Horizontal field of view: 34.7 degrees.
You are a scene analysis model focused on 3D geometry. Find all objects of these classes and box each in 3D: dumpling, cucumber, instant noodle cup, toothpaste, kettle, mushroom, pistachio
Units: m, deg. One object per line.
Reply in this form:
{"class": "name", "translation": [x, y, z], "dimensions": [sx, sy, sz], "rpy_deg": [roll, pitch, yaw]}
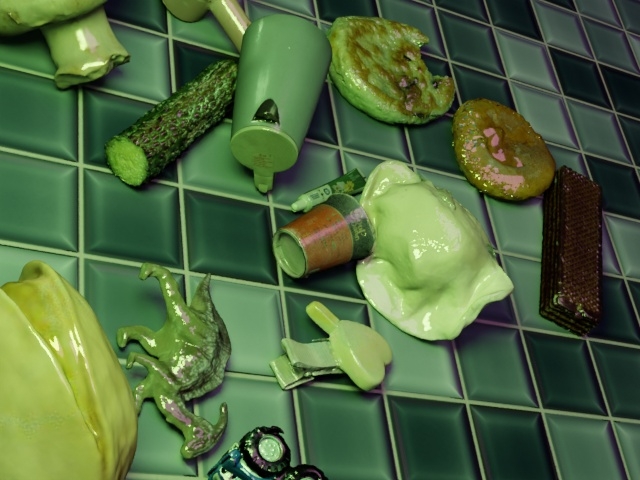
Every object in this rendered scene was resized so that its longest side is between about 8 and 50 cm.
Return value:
{"class": "dumpling", "translation": [0.170, 0.028, 1.778], "dimensions": [0.243, 0.187, 0.318], "rpy_deg": [-43, 76, -6]}
{"class": "cucumber", "translation": [-0.221, -0.210, 1.709], "dimensions": [0.096, 0.096, 0.359], "rpy_deg": [42, 42, -1]}
{"class": "instant noodle cup", "translation": [-0.001, 0.000, 1.687], "dimensions": [0.135, 0.127, 0.127], "rpy_deg": [-25, 74, -35]}
{"class": "toothpaste", "translation": [0.019, -0.086, 1.818], "dimensions": [0.204, 0.031, 0.049], "rpy_deg": [-26, 77, -45]}
{"class": "kettle", "translation": [-0.080, -0.223, 1.737], "dimensions": [0.159, 0.211, 0.243], "rpy_deg": [12, 57, -2]}
{"class": "mushroom", "translation": [-0.416, -0.390, 1.622], "dimensions": [0.297, 0.297, 0.290], "rpy_deg": [-44, 124, -45]}
{"class": "pistachio", "translation": [-0.339, 0.188, 1.222], "dimensions": [0.229, 0.238, 0.321], "rpy_deg": [-15, 83, -45]}

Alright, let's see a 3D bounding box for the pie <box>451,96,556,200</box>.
{"class": "pie", "translation": [0.377, -0.189, 2.116], "dimensions": [0.273, 0.069, 0.273], "rpy_deg": [17, 46, -19]}

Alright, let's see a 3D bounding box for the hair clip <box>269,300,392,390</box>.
{"class": "hair clip", "translation": [0.022, 0.171, 1.609], "dimensions": [0.218, 0.071, 0.159], "rpy_deg": [0, 56, -40]}

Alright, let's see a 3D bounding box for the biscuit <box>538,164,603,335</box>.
{"class": "biscuit", "translation": [0.502, 0.015, 2.046], "dimensions": [0.107, 0.073, 0.388], "rpy_deg": [26, 46, -14]}

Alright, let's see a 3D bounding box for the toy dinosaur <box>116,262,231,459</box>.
{"class": "toy dinosaur", "translation": [-0.204, 0.162, 1.453], "dimensions": [0.162, 0.077, 0.294], "rpy_deg": [18, 64, -28]}

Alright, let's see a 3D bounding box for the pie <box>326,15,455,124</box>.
{"class": "pie", "translation": [0.137, -0.350, 2.072], "dimensions": [0.302, 0.067, 0.303], "rpy_deg": [19, 50, -24]}

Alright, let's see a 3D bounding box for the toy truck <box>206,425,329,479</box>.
{"class": "toy truck", "translation": [-0.056, 0.361, 1.374], "dimensions": [0.208, 0.113, 0.126], "rpy_deg": [42, 45, 1]}

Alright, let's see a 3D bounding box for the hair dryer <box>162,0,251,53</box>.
{"class": "hair dryer", "translation": [-0.130, -0.385, 1.857], "dimensions": [0.344, 0.189, 0.107], "rpy_deg": [55, 42, -8]}
